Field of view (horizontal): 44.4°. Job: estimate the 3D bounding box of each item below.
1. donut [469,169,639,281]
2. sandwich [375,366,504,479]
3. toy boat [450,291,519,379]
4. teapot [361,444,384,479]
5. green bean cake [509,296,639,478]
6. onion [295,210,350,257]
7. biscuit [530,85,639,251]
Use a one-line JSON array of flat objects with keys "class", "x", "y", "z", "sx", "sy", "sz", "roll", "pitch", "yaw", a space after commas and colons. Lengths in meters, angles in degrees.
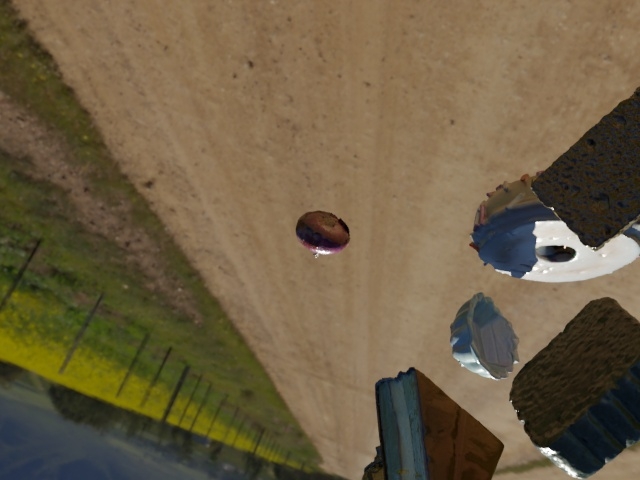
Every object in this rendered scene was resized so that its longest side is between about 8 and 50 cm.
[{"class": "donut", "x": 0.520, "y": -0.031, "z": 1.731, "sx": 0.383, "sy": 0.142, "sz": 0.382, "roll": 4, "pitch": 155, "yaw": 2}, {"class": "sandwich", "x": 0.098, "y": 0.267, "z": 0.881, "sx": 0.144, "sy": 0.187, "sz": 0.117, "roll": 35, "pitch": 151, "yaw": -5}, {"class": "toy boat", "x": 0.371, "y": 0.228, "z": 1.797, "sx": 0.100, "sy": 0.199, "sz": 0.290, "roll": -16, "pitch": 159, "yaw": 33}, {"class": "teapot", "x": 0.216, "y": 0.687, "z": 2.138, "sx": 0.173, "sy": 0.182, "sz": 0.269, "roll": 15, "pitch": -145, "yaw": -57}, {"class": "green bean cake", "x": 0.325, "y": 0.176, "z": 0.937, "sx": 0.094, "sy": 0.185, "sz": 0.183, "roll": 46, "pitch": -170, "yaw": -11}, {"class": "onion", "x": 0.000, "y": 0.000, "z": 2.097, "sx": 0.150, "sy": 0.150, "sz": 0.140, "roll": 22, "pitch": 125, "yaw": 3}, {"class": "biscuit", "x": 0.388, "y": -0.102, "z": 0.982, "sx": 0.131, "sy": 0.231, "sz": 0.025, "roll": 54, "pitch": -166, "yaw": 26}]
